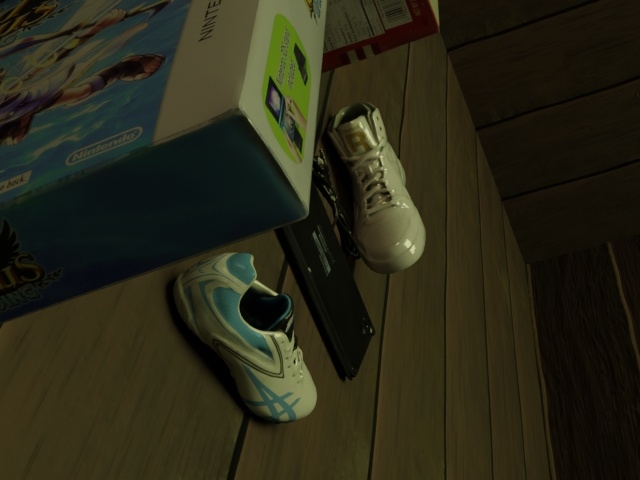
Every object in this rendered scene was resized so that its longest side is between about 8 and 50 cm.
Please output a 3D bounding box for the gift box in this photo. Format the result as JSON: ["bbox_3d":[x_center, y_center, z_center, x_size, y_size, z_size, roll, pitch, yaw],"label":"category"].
[{"bbox_3d":[0.051,-0.400,1.389,0.258,0.277,0.255,-85,158,-53],"label":"gift box"}]

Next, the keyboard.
[{"bbox_3d":[0.000,0.000,1.254,0.317,0.033,0.201,68,24,-20],"label":"keyboard"}]

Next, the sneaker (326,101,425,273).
[{"bbox_3d":[0.067,-0.089,1.441,0.292,0.108,0.169,-99,163,-55],"label":"sneaker"}]

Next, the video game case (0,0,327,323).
[{"bbox_3d":[-0.130,-0.065,0.496,0.244,0.270,0.061,-86,151,-51],"label":"video game case"}]

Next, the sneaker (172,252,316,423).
[{"bbox_3d":[-0.049,0.097,0.917,0.237,0.086,0.085,57,22,-46],"label":"sneaker"}]
